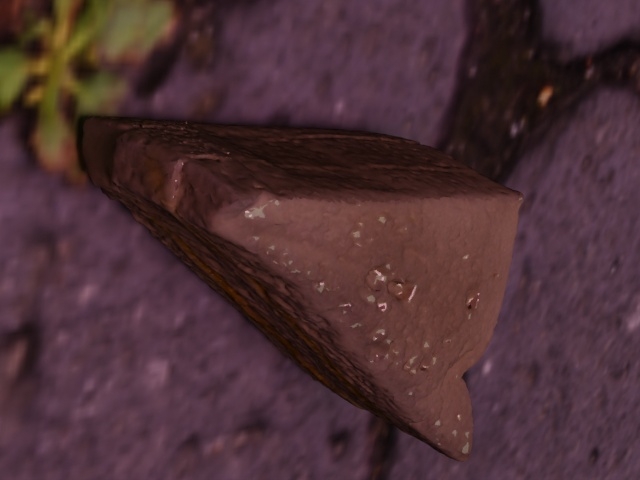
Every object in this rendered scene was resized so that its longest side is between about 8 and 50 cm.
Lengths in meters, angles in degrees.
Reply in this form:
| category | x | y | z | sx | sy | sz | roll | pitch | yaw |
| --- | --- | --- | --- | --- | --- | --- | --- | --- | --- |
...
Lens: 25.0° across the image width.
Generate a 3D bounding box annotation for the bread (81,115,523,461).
| category | x | y | z | sx | sy | sz | roll | pitch | yaw |
| --- | --- | --- | --- | --- | --- | --- | --- | --- | --- |
| bread | -0.010 | 0.019 | 0.466 | 0.152 | 0.077 | 0.105 | -1 | 109 | -47 |
